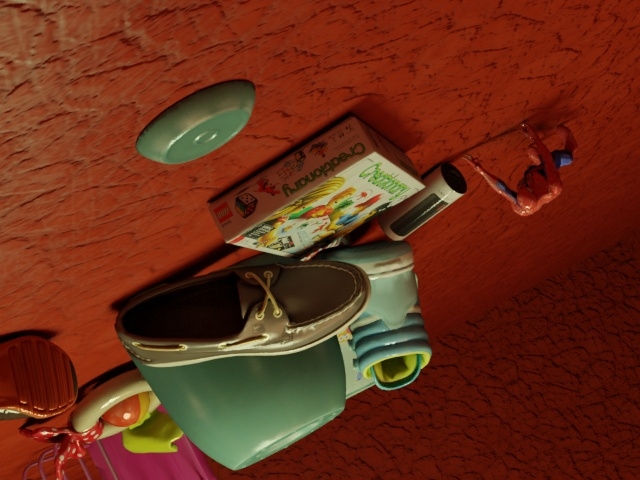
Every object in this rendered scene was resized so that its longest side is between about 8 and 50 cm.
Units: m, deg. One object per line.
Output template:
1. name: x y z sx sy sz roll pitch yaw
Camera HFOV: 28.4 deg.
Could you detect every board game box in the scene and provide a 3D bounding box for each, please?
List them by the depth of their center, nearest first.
1. board game box: 0.006 -0.054 1.498 0.193 0.053 0.305 -31 168 11

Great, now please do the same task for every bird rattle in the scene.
1. bird rattle: -0.333 0.264 1.985 0.253 0.143 0.207 -1 140 -41

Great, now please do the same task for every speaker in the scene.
1. speaker: 0.147 -0.056 1.828 0.136 0.055 0.055 -37 166 35

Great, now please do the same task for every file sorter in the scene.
1. file sorter: -0.364 0.409 2.208 0.182 0.202 0.290 -16 162 -45

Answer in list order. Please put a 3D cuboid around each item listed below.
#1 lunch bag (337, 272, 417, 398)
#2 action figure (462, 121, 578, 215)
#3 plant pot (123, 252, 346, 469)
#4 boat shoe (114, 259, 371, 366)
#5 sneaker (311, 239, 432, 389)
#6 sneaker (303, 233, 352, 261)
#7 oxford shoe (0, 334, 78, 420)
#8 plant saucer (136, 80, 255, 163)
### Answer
1. lunch bag: 0.030 0.155 2.060 0.279 0.108 0.224 -18 125 -40
2. action figure: 0.301 -0.125 1.861 0.091 0.139 0.280 -39 -172 26
3. plant pot: -0.100 0.184 1.808 0.293 0.235 0.293 -27 168 -6
4. boat shoe: -0.097 0.086 1.592 0.324 0.117 0.097 -11 163 4
5. sneaker: 0.072 0.108 1.838 0.127 0.208 0.319 -12 -178 -6
6. sneaker: 0.000 0.000 1.742 0.067 0.042 0.118 -32 166 13
7. oxford shoe: -0.383 0.165 1.456 0.098 0.097 0.271 -16 168 24
8. plant saucer: -0.106 -0.099 1.122 0.119 0.021 0.119 -28 168 -6
